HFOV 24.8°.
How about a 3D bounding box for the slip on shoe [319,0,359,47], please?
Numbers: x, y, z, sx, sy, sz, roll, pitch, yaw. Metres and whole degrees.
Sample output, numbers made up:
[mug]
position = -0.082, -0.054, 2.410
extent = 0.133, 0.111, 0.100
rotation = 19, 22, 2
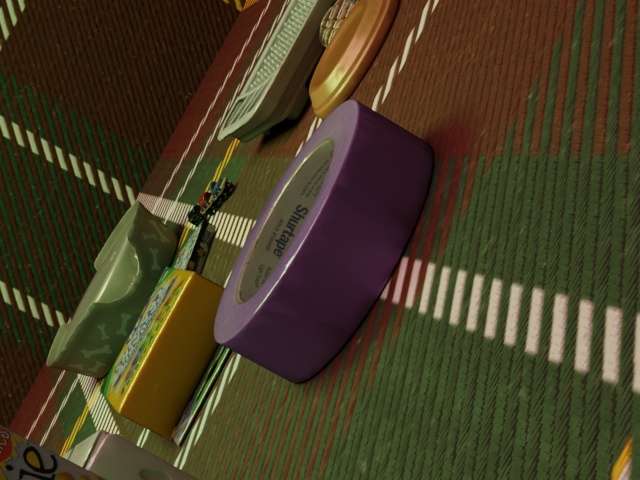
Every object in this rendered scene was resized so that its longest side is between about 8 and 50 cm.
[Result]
[slip on shoe]
position = 0.044, -0.346, 2.166
extent = 0.041, 0.051, 0.135
rotation = 5, -68, -60

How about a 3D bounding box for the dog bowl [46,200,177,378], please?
[dog bowl]
position = -0.382, 0.101, 2.712
extent = 0.348, 0.102, 0.348
rotation = -55, 14, 21

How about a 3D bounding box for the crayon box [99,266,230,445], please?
[crayon box]
position = -0.196, 0.143, 1.917
extent = 0.203, 0.083, 0.323
rotation = -62, 13, -7

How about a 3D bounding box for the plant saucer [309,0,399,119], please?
[plant saucer]
position = 0.039, -0.259, 1.990
extent = 0.200, 0.037, 0.200
rotation = -57, 13, 20

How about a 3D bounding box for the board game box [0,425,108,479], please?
[board game box]
position = -0.233, 0.293, 1.272
extent = 0.144, 0.275, 0.142
rotation = -49, 17, 45

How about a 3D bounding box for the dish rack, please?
[dish rack]
position = -0.037, -0.299, 2.305
extent = 0.332, 0.072, 0.285
rotation = -63, 12, -12

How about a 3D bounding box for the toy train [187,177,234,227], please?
[toy train]
position = -0.188, -0.065, 2.459
extent = 0.158, 0.036, 0.027
rotation = -43, 21, 54

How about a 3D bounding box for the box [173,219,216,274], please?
[box]
position = -0.213, 0.042, 2.338
extent = 0.094, 0.027, 0.137
rotation = -52, 15, 38

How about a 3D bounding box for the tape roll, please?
[tape roll]
position = 0.000, 0.000, 1.440
extent = 0.274, 0.090, 0.275
rotation = -57, 12, 19

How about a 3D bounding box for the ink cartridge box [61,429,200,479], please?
[ink cartridge box]
position = -0.202, 0.276, 1.483
extent = 0.086, 0.148, 0.203
rotation = -65, 13, -25
